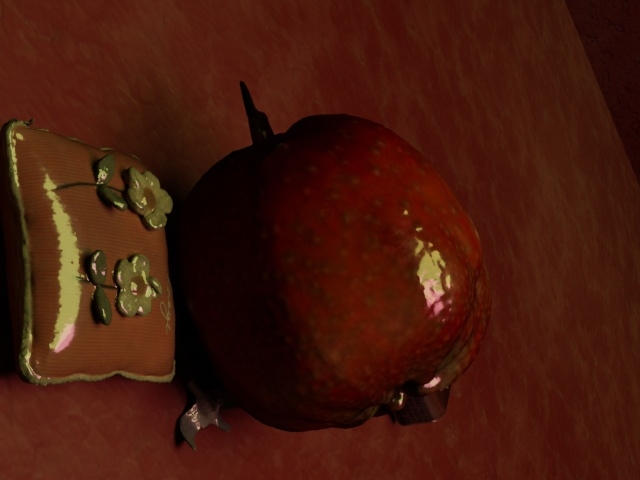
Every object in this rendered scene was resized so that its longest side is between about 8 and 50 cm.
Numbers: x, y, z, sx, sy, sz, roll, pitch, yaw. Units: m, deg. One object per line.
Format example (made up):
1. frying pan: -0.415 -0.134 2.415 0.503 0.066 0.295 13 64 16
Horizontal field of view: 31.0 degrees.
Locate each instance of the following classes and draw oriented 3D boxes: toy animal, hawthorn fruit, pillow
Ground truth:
1. toy animal: -0.091 0.133 0.937 0.084 0.028 0.050 -38 120 -63
2. hawthorn fruit: 0.000 0.000 0.949 0.254 0.254 0.300 6 59 -63
3. pillow: -0.156 0.012 0.814 0.171 0.075 0.179 11 69 -63

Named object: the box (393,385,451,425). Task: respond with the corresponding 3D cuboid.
1. box: 0.077 0.084 1.261 0.224 0.069 0.120 63 28 -28
